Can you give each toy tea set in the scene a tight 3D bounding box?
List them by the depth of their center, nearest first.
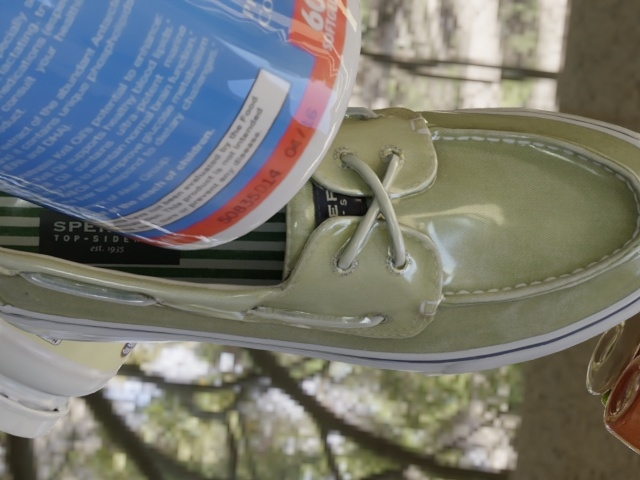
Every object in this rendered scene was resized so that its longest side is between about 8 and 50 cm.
[{"bbox_3d":[0.354,0.058,1.362,0.124,0.336,0.200,29,-155,-7],"label":"toy tea set"}]

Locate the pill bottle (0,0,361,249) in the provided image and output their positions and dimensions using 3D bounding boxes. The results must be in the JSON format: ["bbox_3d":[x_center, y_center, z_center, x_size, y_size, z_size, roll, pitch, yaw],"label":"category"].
[{"bbox_3d":[-0.101,-0.082,0.476,0.124,0.124,0.221,14,175,44],"label":"pill bottle"}]

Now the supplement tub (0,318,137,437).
[{"bbox_3d":[-0.240,-0.004,1.533,0.235,0.325,0.235,36,-173,-5],"label":"supplement tub"}]

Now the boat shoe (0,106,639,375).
[{"bbox_3d":[0.000,0.000,0.650,0.302,0.109,0.094,-4,171,1],"label":"boat shoe"}]
